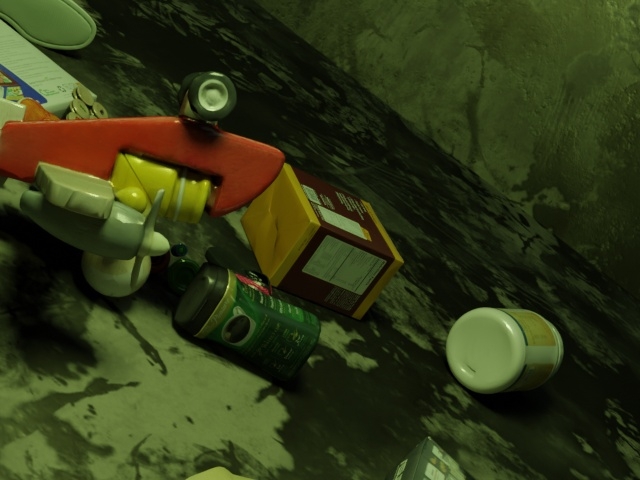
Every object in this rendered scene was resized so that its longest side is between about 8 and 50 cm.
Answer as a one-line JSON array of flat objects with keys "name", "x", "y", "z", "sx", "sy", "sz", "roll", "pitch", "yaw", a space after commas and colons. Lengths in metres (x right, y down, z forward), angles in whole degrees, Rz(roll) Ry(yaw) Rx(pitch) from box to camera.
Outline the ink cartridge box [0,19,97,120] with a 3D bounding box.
[{"name": "ink cartridge box", "x": -0.527, "y": -0.268, "z": 1.611, "sx": 0.307, "sy": 0.072, "sz": 0.303, "roll": 36, "pitch": 21, "yaw": 4}]

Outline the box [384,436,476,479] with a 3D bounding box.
[{"name": "box", "x": 0.175, "y": 0.421, "z": 1.151, "sx": 0.318, "sy": 0.097, "sz": 0.395, "roll": 41, "pitch": 20, "yaw": 1}]

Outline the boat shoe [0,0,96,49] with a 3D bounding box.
[{"name": "boat shoe", "x": -0.534, "y": -0.432, "z": 1.890, "sx": 0.302, "sy": 0.114, "sz": 0.091, "roll": 24, "pitch": 29, "yaw": -32}]

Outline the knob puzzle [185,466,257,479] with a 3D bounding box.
[{"name": "knob puzzle", "x": -0.082, "y": 0.309, "z": 1.098, "sx": 0.213, "sy": 0.030, "sz": 0.213, "roll": 32, "pitch": 21, "yaw": -14}]

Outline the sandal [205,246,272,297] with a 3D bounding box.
[{"name": "sandal", "x": -0.106, "y": 0.060, "z": 1.599, "sx": 0.179, "sy": 0.040, "sz": 0.067, "roll": 47, "pitch": 22, "yaw": 28}]

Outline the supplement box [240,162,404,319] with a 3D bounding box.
[{"name": "supplement box", "x": 0.000, "y": 0.000, "z": 1.779, "sx": 0.194, "sy": 0.129, "sz": 0.191, "roll": 24, "pitch": 23, "yaw": -31}]

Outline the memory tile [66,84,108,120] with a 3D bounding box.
[{"name": "memory tile", "x": -0.334, "y": -0.164, "z": 1.672, "sx": 0.148, "sy": 0.012, "sz": 0.113, "roll": 48, "pitch": 23, "yaw": -32}]

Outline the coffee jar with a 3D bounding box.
[{"name": "coffee jar", "x": -0.098, "y": 0.106, "z": 1.431, "sx": 0.184, "sy": 0.096, "sz": 0.079, "roll": 30, "pitch": 18, "yaw": -19}]

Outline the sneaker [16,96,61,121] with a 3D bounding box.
[{"name": "sneaker", "x": -0.382, "y": -0.158, "z": 1.518, "sx": 0.067, "sy": 0.064, "sz": 0.175, "roll": 14, "pitch": -3, "yaw": 11}]

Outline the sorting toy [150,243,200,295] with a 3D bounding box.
[{"name": "sorting toy", "x": -0.209, "y": 0.032, "z": 1.494, "sx": 0.102, "sy": 0.061, "sz": 0.042, "roll": 38, "pitch": -16, "yaw": -17}]

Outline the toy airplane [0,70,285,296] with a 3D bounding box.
[{"name": "toy airplane", "x": -0.284, "y": -0.061, "z": 1.327, "sx": 0.384, "sy": 0.273, "sz": 0.386, "roll": 2, "pitch": 11, "yaw": 31}]

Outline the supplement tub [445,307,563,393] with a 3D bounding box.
[{"name": "supplement tub", "x": 0.322, "y": 0.189, "z": 1.865, "sx": 0.199, "sy": 0.144, "sz": 0.144, "roll": 8, "pitch": 34, "yaw": -54}]
